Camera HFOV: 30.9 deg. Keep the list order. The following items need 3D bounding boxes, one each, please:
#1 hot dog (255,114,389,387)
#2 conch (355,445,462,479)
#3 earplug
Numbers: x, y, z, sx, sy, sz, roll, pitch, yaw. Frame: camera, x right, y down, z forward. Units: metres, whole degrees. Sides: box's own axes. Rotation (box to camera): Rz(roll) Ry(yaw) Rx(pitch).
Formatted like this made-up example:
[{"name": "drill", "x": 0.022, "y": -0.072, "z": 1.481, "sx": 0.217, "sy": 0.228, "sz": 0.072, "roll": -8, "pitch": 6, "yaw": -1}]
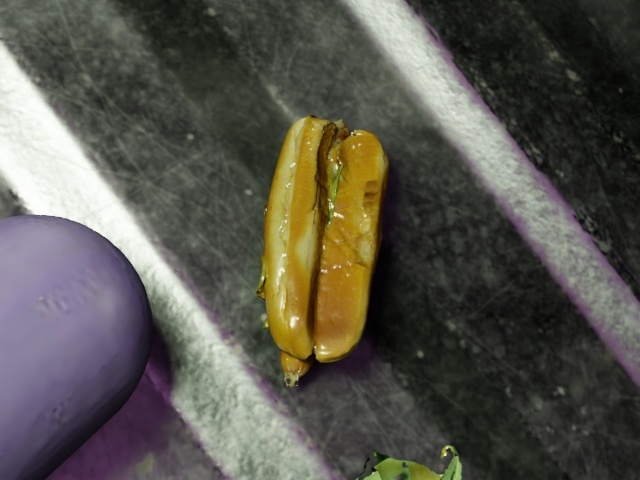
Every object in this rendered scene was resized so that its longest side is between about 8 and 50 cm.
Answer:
[{"name": "hot dog", "x": 0.000, "y": 0.000, "z": 1.032, "sx": 0.109, "sy": 0.072, "sz": 0.270, "roll": 18, "pitch": 62, "yaw": -14}, {"name": "conch", "x": 0.035, "y": 0.267, "z": 0.914, "sx": 0.137, "sy": 0.143, "sz": 0.251, "roll": 52, "pitch": 31, "yaw": -47}, {"name": "earplug", "x": -0.302, "y": 0.143, "z": 0.776, "sx": 0.456, "sy": 0.215, "sz": 0.215, "roll": -39, "pitch": 88, "yaw": -35}]
